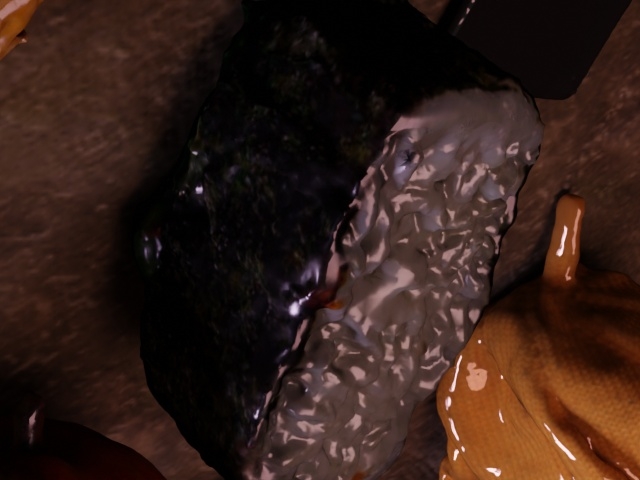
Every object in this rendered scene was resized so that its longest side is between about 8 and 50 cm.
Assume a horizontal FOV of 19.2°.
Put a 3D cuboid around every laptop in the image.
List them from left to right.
[{"bbox_3d":[0.127,-0.144,0.909,0.129,0.016,0.180,0,129,-47],"label":"laptop"}]

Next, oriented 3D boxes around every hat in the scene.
[{"bbox_3d":[0.168,0.074,1.112,0.244,0.233,0.233,-32,120,-39],"label":"hat"}]

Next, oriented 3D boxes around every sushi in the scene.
[{"bbox_3d":[0.000,0.000,0.827,0.124,0.127,0.225,-4,123,-45],"label":"sushi"}]

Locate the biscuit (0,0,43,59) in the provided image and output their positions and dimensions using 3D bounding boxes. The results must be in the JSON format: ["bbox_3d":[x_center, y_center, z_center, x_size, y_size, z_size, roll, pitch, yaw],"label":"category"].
[{"bbox_3d":[-0.180,-0.104,0.596,0.254,0.035,0.254,-29,146,-22],"label":"biscuit"}]

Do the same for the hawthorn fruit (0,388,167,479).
[{"bbox_3d":[-0.133,0.158,0.834,0.185,0.185,0.202,-16,121,-37],"label":"hawthorn fruit"}]
